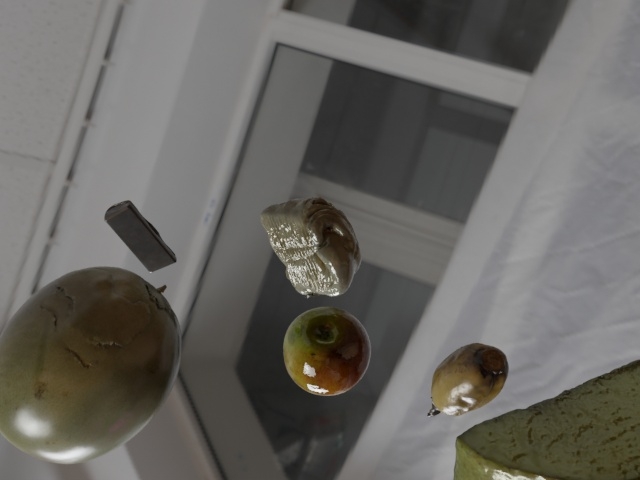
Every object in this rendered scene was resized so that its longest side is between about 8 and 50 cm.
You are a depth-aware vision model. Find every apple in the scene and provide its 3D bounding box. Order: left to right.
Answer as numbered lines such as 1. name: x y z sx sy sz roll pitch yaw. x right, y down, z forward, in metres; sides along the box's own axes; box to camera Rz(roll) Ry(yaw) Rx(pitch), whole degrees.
1. apple: 0.012 0.234 2.286 0.196 0.196 0.196 -47 -32 -42

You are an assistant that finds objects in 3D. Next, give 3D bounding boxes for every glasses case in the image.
1. glasses case: -0.394 -0.008 2.321 0.190 0.072 0.042 56 -158 -39

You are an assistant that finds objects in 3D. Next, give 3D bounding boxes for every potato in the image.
1. potato: 0.381 0.378 1.522 0.330 0.213 0.280 -18 -56 -14

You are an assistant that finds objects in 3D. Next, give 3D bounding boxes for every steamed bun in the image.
1. steamed bun: 0.001 0.002 2.139 0.144 0.218 0.211 -31 -76 -34

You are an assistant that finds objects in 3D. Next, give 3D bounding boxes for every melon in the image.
1. melon: -0.357 0.188 1.643 0.330 0.268 0.268 -50 -24 1

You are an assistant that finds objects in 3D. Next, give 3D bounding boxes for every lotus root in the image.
1. lotus root: 0.267 0.267 1.981 0.125 0.118 0.221 4 -30 -29
